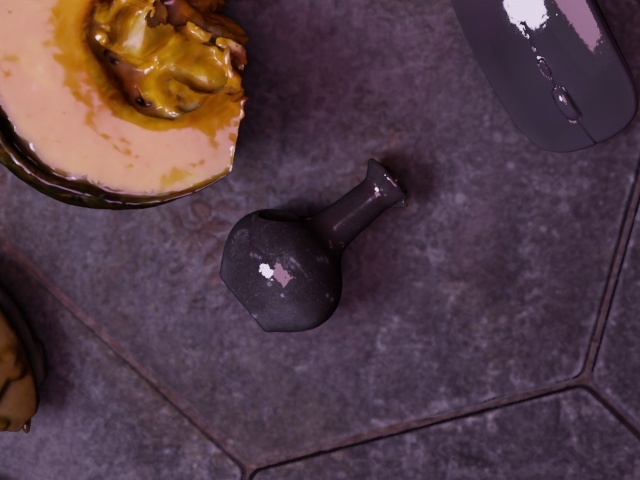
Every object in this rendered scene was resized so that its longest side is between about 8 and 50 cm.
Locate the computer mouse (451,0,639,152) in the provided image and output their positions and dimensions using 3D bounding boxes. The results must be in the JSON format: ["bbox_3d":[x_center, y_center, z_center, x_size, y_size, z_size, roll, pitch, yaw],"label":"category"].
[{"bbox_3d":[0.190,-0.185,1.351,0.120,0.057,0.232,-21,100,33],"label":"computer mouse"}]

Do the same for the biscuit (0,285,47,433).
[{"bbox_3d":[-0.453,0.125,1.400,0.366,0.115,0.268,-28,114,-4],"label":"biscuit"}]

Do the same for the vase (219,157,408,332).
[{"bbox_3d":[0.000,0.000,1.392,0.183,0.120,0.120,-39,96,-5],"label":"vase"}]

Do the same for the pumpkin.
[{"bbox_3d":[-0.187,-0.180,1.306,0.256,0.225,0.303,3,98,-4],"label":"pumpkin"}]
